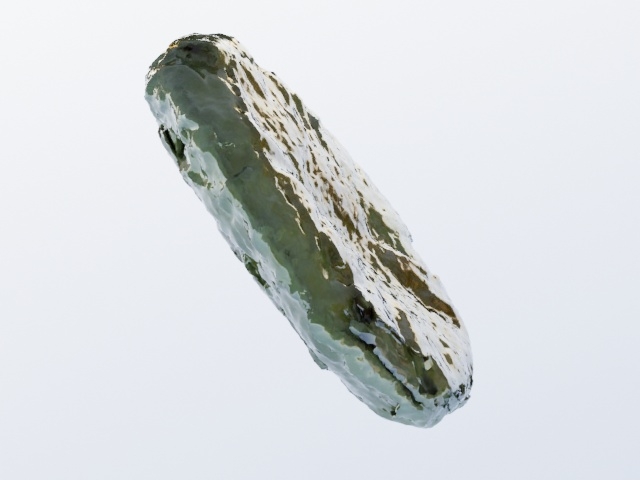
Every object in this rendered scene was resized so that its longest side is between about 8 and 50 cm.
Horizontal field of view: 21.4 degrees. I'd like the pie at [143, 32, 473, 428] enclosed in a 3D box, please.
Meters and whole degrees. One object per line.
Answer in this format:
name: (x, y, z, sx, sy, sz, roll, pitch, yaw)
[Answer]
pie: (0.000, 0.000, 1.064, 0.071, 0.306, 0.306, -37, -143, 14)
